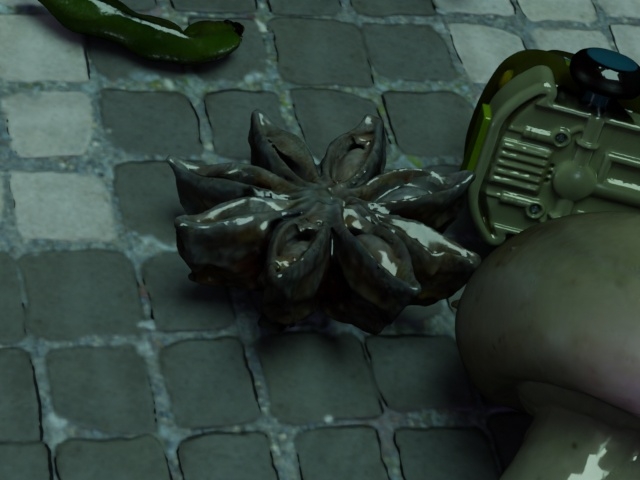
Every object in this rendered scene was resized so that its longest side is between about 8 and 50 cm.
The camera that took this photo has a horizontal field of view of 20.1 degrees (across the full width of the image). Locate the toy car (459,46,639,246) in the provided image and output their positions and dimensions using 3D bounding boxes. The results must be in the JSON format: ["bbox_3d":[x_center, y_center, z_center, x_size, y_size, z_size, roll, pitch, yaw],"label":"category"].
[{"bbox_3d":[0.240,-0.075,1.482,0.248,0.204,0.198,14,27,-5],"label":"toy car"}]

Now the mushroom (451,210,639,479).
[{"bbox_3d":[0.219,0.133,1.275,0.292,0.292,0.290,21,81,-2],"label":"mushroom"}]

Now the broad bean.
[{"bbox_3d":[-0.155,-0.180,1.502,0.195,0.046,0.061,11,38,-16],"label":"broad bean"}]

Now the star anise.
[{"bbox_3d":[0.001,0.001,1.372,0.236,0.109,0.223,32,39,31],"label":"star anise"}]
